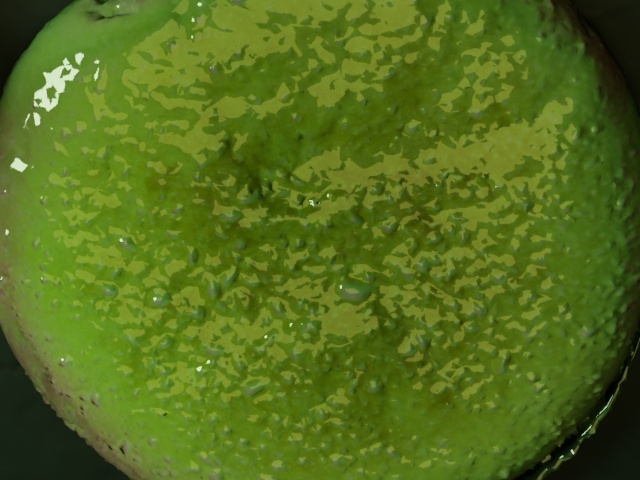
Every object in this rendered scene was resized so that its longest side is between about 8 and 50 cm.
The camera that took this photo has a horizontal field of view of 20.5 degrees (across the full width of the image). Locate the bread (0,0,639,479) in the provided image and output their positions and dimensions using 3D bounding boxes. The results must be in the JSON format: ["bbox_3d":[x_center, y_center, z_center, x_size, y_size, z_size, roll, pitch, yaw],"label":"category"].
[{"bbox_3d":[0.000,0.006,0.763,0.301,0.045,0.301,1,111,1],"label":"bread"}]
